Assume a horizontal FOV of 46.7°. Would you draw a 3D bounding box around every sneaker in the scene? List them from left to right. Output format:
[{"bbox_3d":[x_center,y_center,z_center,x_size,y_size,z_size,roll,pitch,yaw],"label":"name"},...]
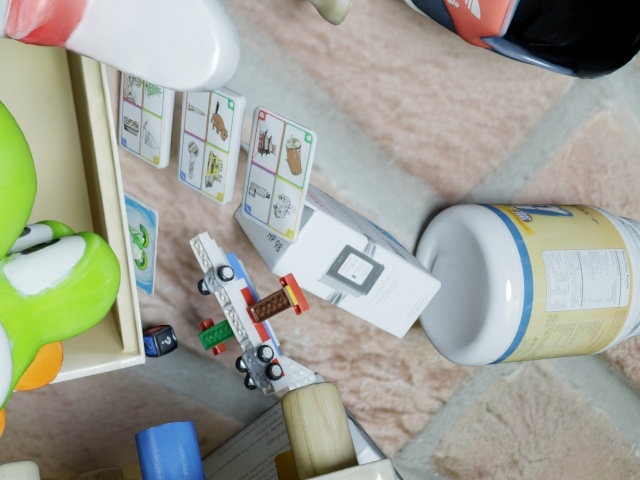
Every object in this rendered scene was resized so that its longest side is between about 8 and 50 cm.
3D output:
[{"bbox_3d":[0.226,-0.181,0.566,0.350,0.148,0.131,-7,130,-26],"label":"sneaker"}]

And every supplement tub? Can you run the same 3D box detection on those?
[{"bbox_3d":[0.203,0.038,0.690,0.199,0.144,0.144,-1,116,-25],"label":"supplement tub"}]

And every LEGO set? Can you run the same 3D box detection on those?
[{"bbox_3d":[-0.077,0.002,0.540,0.060,0.182,0.244,-22,132,-47],"label":"LEGO set"}]

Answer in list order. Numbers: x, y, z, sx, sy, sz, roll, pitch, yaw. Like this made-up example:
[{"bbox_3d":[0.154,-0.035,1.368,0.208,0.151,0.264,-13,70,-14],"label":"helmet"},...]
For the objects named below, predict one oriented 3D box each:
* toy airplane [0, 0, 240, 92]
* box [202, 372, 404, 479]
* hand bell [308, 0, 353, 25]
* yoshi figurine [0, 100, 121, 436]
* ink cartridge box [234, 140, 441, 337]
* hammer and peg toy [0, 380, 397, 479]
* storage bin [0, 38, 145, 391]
[{"bbox_3d":[-0.084,-0.253,0.267,0.386,0.384,0.272,-22,168,5],"label":"toy airplane"},{"bbox_3d":[-0.010,0.264,0.725,0.182,0.119,0.181,-36,125,-4],"label":"box"},{"bbox_3d":[-0.101,-0.210,0.464,0.242,0.126,0.126,2,115,-11],"label":"hand bell"},{"bbox_3d":[-0.252,0.030,0.291,0.362,0.203,0.203,-29,158,-44],"label":"yoshi figurine"},{"bbox_3d":[0.000,0.000,0.601,0.180,0.104,0.060,30,101,-33],"label":"ink cartridge box"},{"bbox_3d":[-0.131,0.205,0.490,0.361,0.127,0.266,-13,162,-5],"label":"hammer and peg toy"},{"bbox_3d":[-0.261,-0.034,0.449,0.262,0.123,0.260,-10,120,-20],"label":"storage bin"}]
